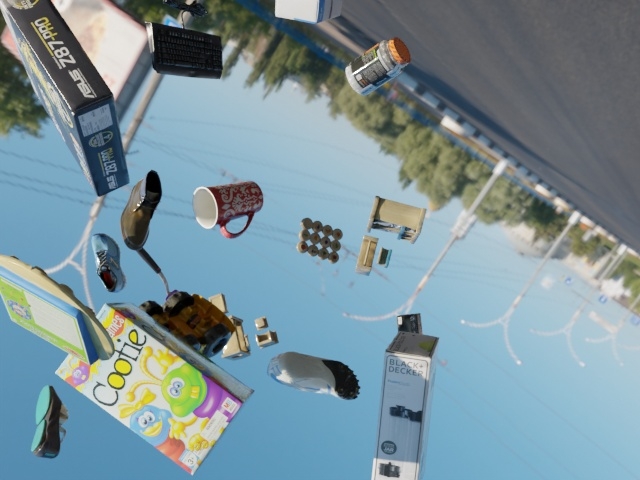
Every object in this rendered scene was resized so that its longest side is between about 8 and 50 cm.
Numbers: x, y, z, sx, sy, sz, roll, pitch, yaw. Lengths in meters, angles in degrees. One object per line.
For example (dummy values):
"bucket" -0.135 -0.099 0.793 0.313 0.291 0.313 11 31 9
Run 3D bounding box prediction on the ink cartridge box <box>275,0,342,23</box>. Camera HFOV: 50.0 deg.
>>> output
"ink cartridge box" -0.031 -0.719 2.080 0.140 0.082 0.191 17 -151 19

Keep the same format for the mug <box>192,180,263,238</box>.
"mug" -0.246 -0.087 1.879 0.113 0.150 0.169 2 -166 45

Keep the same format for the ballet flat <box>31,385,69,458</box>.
"ballet flat" -0.611 0.416 1.562 0.074 0.074 0.203 26 -160 -28

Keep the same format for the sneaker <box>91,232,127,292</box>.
"sneaker" -0.541 0.059 1.748 0.073 0.063 0.162 -80 -29 -81

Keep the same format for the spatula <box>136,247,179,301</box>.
"spatula" -0.523 0.126 2.267 0.296 0.030 0.084 57 -150 -12

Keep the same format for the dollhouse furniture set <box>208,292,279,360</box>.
"dollhouse furniture set" -0.213 0.234 1.984 0.101 0.161 0.181 46 -153 -69

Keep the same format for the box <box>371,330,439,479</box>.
"box" 0.165 0.337 1.327 0.087 0.289 0.169 7 -174 15

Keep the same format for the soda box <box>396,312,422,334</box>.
"soda box" 0.231 0.270 1.734 0.053 0.168 0.060 -7 175 18

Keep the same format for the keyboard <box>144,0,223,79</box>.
"keyboard" -0.330 -0.508 1.706 0.033 0.201 0.317 -5 -172 22

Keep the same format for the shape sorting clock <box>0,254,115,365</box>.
"shape sorting clock" -0.362 0.092 0.924 0.206 0.206 0.040 33 -127 2

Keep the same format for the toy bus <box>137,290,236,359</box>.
"toy bus" -0.318 0.234 1.443 0.149 0.211 0.220 39 -157 20

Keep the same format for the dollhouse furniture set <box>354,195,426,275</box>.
"dollhouse furniture set" 0.169 0.007 1.696 0.129 0.183 0.129 15 168 4

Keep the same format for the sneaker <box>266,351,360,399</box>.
"sneaker" -0.013 0.310 1.569 0.237 0.085 0.086 24 152 -26

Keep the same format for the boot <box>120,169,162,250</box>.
"boot" -0.472 -0.085 1.813 0.082 0.106 0.219 16 -129 -26

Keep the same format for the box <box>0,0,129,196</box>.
"box" -0.529 -0.308 1.450 0.318 0.097 0.395 58 161 11

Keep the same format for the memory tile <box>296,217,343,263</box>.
"memory tile" 0.000 0.000 2.063 0.148 0.113 0.012 19 163 -27

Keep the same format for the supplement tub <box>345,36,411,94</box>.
"supplement tub" 0.183 -0.552 2.166 0.117 0.190 0.117 29 -132 -38

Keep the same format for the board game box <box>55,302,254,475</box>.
"board game box" -0.270 0.239 1.154 0.275 0.144 0.142 35 177 4
